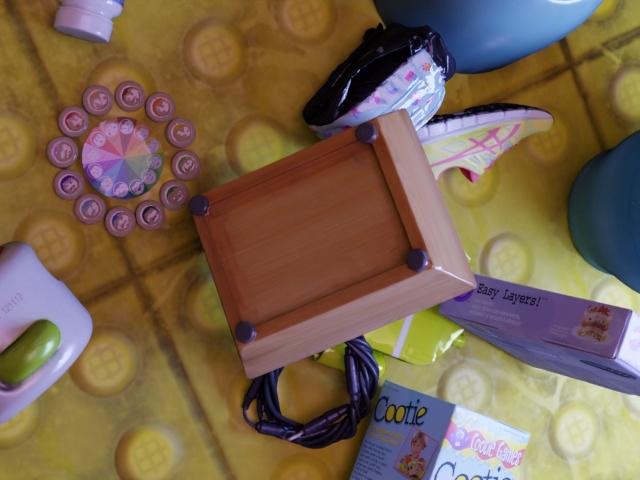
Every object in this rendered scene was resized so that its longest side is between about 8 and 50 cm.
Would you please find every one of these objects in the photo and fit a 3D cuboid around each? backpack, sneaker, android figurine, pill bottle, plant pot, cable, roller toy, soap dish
[{"bbox_3d":[0.071,-0.176,1.459,0.182,0.152,0.115,-45,110,-8],"label":"backpack"},{"bbox_3d":[0.208,-0.125,1.549,0.208,0.081,0.094,-12,102,-14],"label":"sneaker"},{"bbox_3d":[0.082,0.056,1.510,0.273,0.056,0.248,21,84,-20],"label":"android figurine"},{"bbox_3d":[-0.258,-0.300,1.361,0.078,0.078,0.137,14,86,-21],"label":"pill bottle"},{"bbox_3d":[0.233,-0.362,1.464,0.293,0.235,0.293,-1,92,-21],"label":"plant pot"},{"bbox_3d":[-0.001,0.174,1.454,0.150,0.047,0.184,26,105,-11],"label":"cable"},{"bbox_3d":[0.463,-0.039,1.547,0.271,0.255,0.272,-1,92,-21],"label":"plant pot"},{"bbox_3d":[-0.359,0.100,1.272,0.209,0.191,0.146,-32,106,20],"label":"roller toy"},{"bbox_3d":[0.000,0.000,1.356,0.291,0.118,0.229,-23,75,13],"label":"soap dish"}]

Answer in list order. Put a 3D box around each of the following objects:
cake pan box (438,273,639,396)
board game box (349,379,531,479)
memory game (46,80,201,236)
[{"bbox_3d":[0.309,0.123,1.458,0.246,0.267,0.070,32,76,-43],"label":"cake pan box"},{"bbox_3d":[0.124,0.335,1.472,0.142,0.144,0.275,25,83,-35],"label":"board game box"},{"bbox_3d":[-0.231,-0.098,1.411,0.186,0.012,0.186,-1,92,-21],"label":"memory game"}]
